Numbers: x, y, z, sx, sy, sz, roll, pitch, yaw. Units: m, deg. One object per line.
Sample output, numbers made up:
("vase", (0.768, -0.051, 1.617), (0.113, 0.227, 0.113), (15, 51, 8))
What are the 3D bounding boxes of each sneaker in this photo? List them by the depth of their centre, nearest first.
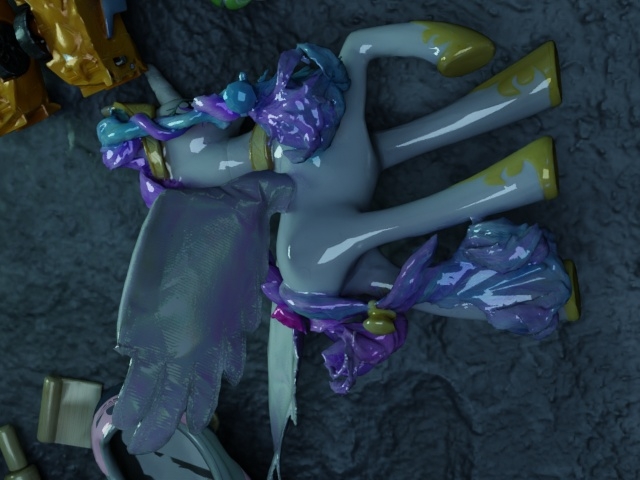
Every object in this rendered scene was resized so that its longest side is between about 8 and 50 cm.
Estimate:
("sneaker", (-0.077, 0.249, 1.143), (0.112, 0.131, 0.319), (-40, 88, 3))

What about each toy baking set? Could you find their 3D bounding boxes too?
("toy baking set", (-0.164, 0.230, 1.230), (0.197, 0.030, 0.256), (-14, 97, 12))

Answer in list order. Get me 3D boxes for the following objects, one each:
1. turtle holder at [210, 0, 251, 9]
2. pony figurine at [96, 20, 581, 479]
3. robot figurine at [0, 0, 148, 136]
("turtle holder", (-0.067, -0.334, 1.014), (0.227, 0.243, 0.320), (4, 91, -8))
("pony figurine", (0.000, 0.000, 1.068), (0.363, 0.303, 0.351), (-7, 66, 14))
("robot figurine", (-0.254, -0.237, 1.124), (0.211, 0.085, 0.291), (-18, 97, 32))
